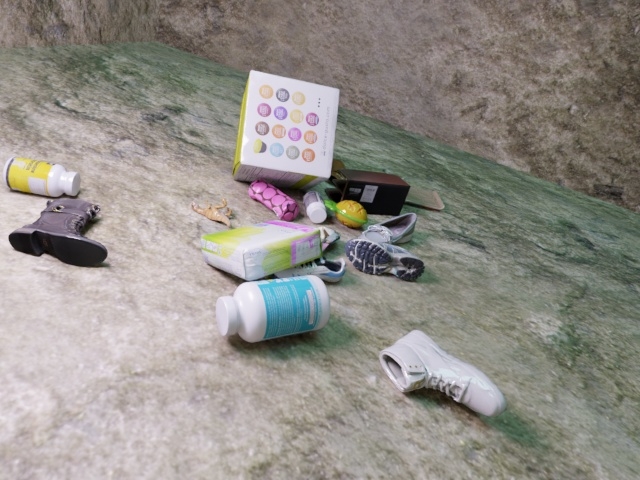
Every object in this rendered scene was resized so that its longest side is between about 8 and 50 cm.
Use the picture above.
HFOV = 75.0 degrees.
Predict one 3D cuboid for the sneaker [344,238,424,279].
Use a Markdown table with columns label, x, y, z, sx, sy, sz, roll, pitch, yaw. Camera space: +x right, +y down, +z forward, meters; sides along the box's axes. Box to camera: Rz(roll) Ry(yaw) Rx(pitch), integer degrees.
| label | x | y | z | sx | sy | sz | roll | pitch | yaw |
| --- | --- | --- | --- | --- | --- | --- | --- | --- | --- |
| sneaker | 0.212 | 0.058 | 1.450 | 0.283 | 0.109 | 0.122 | 19 | 18 | -11 |

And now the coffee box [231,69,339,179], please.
| label | x | y | z | sx | sy | sz | roll | pitch | yaw |
| --- | --- | --- | --- | --- | --- | --- | --- | --- | --- |
| coffee box | -0.151 | -0.401 | 1.626 | 0.335 | 0.336 | 0.338 | 7 | -3 | -16 |

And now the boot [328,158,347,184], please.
| label | x | y | z | sx | sy | sz | roll | pitch | yaw |
| --- | --- | --- | --- | --- | --- | --- | --- | --- | --- |
| boot | 0.067 | -0.327 | 1.999 | 0.197 | 0.072 | 0.152 | 30 | 37 | 25 |

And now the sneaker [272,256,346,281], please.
| label | x | y | z | sx | sy | sz | roll | pitch | yaw |
| --- | --- | --- | --- | --- | --- | --- | --- | --- | --- |
| sneaker | -0.032 | 0.083 | 1.280 | 0.238 | 0.086 | 0.085 | 0 | 37 | -24 |

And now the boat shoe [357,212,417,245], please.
| label | x | y | z | sx | sy | sz | roll | pitch | yaw |
| --- | --- | --- | --- | --- | --- | --- | --- | --- | --- |
| boat shoe | 0.260 | -0.034 | 1.593 | 0.321 | 0.102 | 0.118 | -15 | 44 | -42 |

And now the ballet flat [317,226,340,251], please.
| label | x | y | z | sx | sy | sz | roll | pitch | yaw |
| --- | --- | --- | --- | --- | --- | --- | --- | --- | --- |
| ballet flat | 0.000 | 0.000 | 1.425 | 0.221 | 0.077 | 0.079 | -39 | 104 | -51 |

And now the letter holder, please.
| label | x | y | z | sx | sy | sz | roll | pitch | yaw |
| --- | --- | --- | --- | --- | --- | --- | --- | --- | --- |
| letter holder | 0.197 | -0.232 | 1.836 | 0.302 | 0.151 | 0.214 | 2 | 32 | -24 |

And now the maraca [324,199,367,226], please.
| label | x | y | z | sx | sy | sz | roll | pitch | yaw |
| --- | --- | --- | --- | --- | --- | --- | --- | --- | --- |
| maraca | 0.101 | -0.112 | 1.633 | 0.186 | 0.099 | 0.127 | 23 | 16 | -10 |

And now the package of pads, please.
| label | x | y | z | sx | sy | sz | roll | pitch | yaw |
| --- | --- | --- | --- | --- | --- | --- | --- | --- | --- |
| package of pads | -0.165 | 0.020 | 1.233 | 0.297 | 0.101 | 0.229 | -17 | 22 | -42 |

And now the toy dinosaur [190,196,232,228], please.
| label | x | y | z | sx | sy | sz | roll | pitch | yaw |
| --- | --- | --- | --- | --- | --- | --- | --- | --- | --- |
| toy dinosaur | -0.350 | -0.087 | 1.432 | 0.212 | 0.064 | 0.112 | 23 | 48 | 26 |

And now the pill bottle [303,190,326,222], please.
| label | x | y | z | sx | sy | sz | roll | pitch | yaw |
| --- | --- | --- | --- | --- | --- | --- | --- | --- | --- |
| pill bottle | -0.020 | -0.130 | 1.631 | 0.078 | 0.078 | 0.137 | 8 | 32 | -16 |

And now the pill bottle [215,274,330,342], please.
| label | x | y | z | sx | sy | sz | roll | pitch | yaw |
| --- | --- | --- | --- | --- | --- | --- | --- | --- | --- |
| pill bottle | -0.118 | 0.169 | 1.038 | 0.264 | 0.146 | 0.146 | -4 | 37 | -32 |

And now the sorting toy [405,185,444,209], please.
| label | x | y | z | sx | sy | sz | roll | pitch | yaw |
| --- | --- | --- | --- | --- | --- | --- | --- | --- | --- |
| sorting toy | 0.490 | -0.211 | 2.064 | 0.209 | 0.038 | 0.192 | 9 | 32 | -6 |

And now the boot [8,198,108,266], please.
| label | x | y | z | sx | sy | sz | roll | pitch | yaw |
| --- | --- | --- | --- | --- | --- | --- | --- | --- | --- |
| boot | -0.676 | -0.042 | 1.151 | 0.263 | 0.091 | 0.228 | 13 | 32 | -3 |

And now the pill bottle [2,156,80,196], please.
| label | x | y | z | sx | sy | sz | roll | pitch | yaw |
| --- | --- | --- | --- | --- | --- | --- | --- | --- | --- |
| pill bottle | -0.854 | -0.192 | 1.287 | 0.184 | 0.103 | 0.103 | 10 | 32 | -13 |

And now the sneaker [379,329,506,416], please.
| label | x | y | z | sx | sy | sz | roll | pitch | yaw |
| --- | --- | --- | --- | --- | --- | --- | --- | --- | --- |
| sneaker | 0.278 | 0.345 | 1.010 | 0.169 | 0.107 | 0.293 | -15 | 34 | -40 |

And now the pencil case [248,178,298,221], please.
| label | x | y | z | sx | sy | sz | roll | pitch | yaw |
| --- | --- | --- | --- | --- | --- | --- | --- | --- | --- |
| pencil case | -0.184 | -0.153 | 1.582 | 0.209 | 0.095 | 0.098 | 34 | 60 | 29 |
